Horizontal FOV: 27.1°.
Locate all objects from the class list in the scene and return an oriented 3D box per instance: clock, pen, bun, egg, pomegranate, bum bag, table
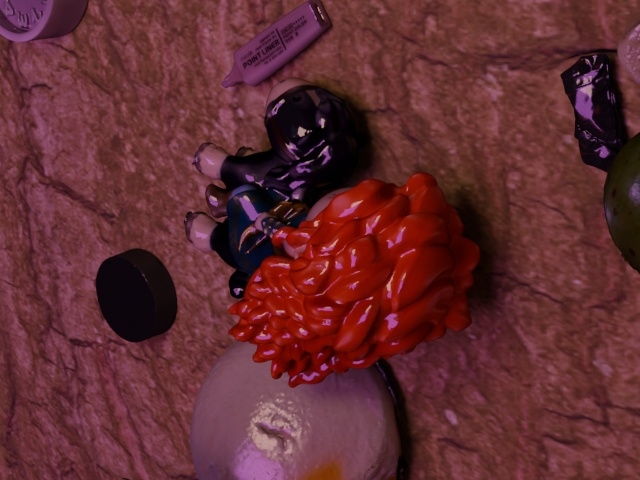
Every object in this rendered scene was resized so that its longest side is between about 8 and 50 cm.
[{"bbox_3d":[-0.420,-0.387,1.911,0.197,0.068,0.196,15,113,38],"label":"clock"},{"bbox_3d":[-0.064,-0.237,1.659,0.197,0.032,0.053,-31,82,42],"label":"pen"},{"bbox_3d":[0.335,-0.189,1.292,0.086,0.055,0.086,6,115,13],"label":"bun"},{"bbox_3d":[-0.062,0.268,1.714,0.337,0.201,0.337,13,110,39],"label":"egg"},{"bbox_3d":[0.377,-0.045,1.234,0.225,0.187,0.187,-33,80,14],"label":"pomegranate"},{"bbox_3d":[0.285,-0.130,1.371,0.058,0.034,0.124,-6,100,34],"label":"bum bag"},{"bbox_3d":[-0.272,0.081,1.949,0.133,0.043,0.133,16,115,38],"label":"table"}]

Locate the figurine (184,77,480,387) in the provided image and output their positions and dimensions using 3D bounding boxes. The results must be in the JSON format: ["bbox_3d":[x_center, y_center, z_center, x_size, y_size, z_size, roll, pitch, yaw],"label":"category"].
[{"bbox_3d":[-0.002,-0.010,1.569,0.306,0.241,0.411,-46,51,15],"label":"figurine"}]
